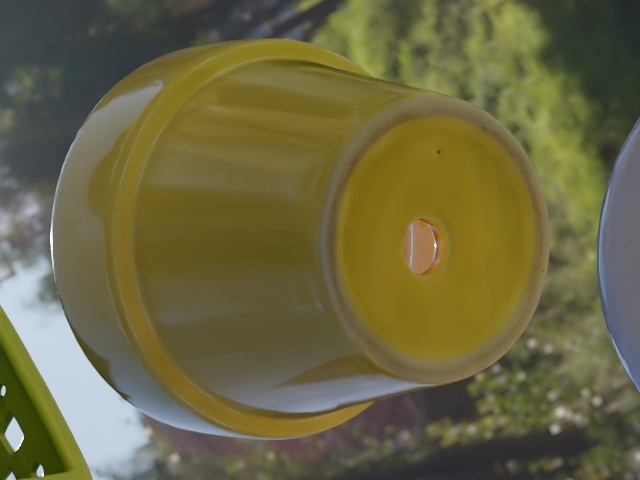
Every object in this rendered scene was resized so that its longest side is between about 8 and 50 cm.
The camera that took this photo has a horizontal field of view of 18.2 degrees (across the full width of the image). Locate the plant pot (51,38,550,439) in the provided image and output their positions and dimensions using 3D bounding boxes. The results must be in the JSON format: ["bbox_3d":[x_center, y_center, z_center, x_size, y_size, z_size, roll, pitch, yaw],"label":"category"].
[{"bbox_3d":[0.000,0.000,1.207,0.239,0.254,0.254,1,126,57],"label":"plant pot"}]

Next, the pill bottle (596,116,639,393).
[{"bbox_3d":[0.247,0.030,0.866,0.188,0.188,0.334,65,-165,20],"label":"pill bottle"}]

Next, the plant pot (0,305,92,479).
[{"bbox_3d":[-0.355,0.187,1.623,0.228,0.207,0.227,-3,-132,-41],"label":"plant pot"}]
